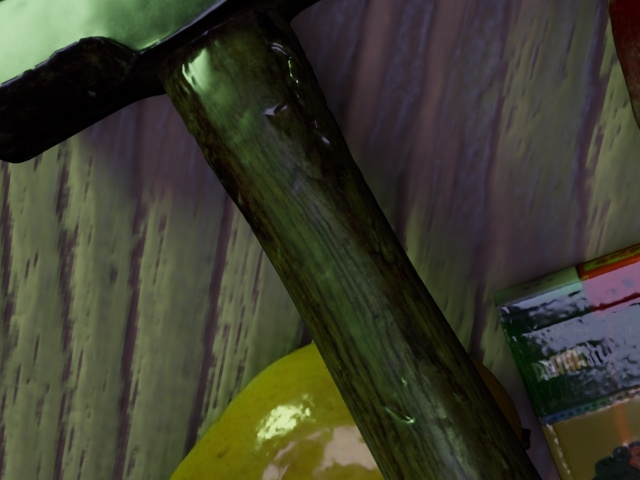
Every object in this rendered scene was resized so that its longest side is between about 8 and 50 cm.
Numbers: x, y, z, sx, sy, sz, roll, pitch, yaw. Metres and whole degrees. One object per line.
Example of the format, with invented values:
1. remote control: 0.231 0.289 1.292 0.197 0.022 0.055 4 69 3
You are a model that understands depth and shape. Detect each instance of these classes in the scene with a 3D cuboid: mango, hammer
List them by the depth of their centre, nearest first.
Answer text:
1. hammer: 0.000 0.000 0.783 0.242 0.095 0.408 -30 81 8
2. mango: -0.004 0.130 0.865 0.227 0.109 0.147 -30 123 11

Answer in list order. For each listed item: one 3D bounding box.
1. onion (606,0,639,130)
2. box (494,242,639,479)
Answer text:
1. onion: 0.257 -0.105 0.742 0.246 0.190 0.246 -3 102 -13
2. box: 0.194 0.116 0.881 0.132 0.034 0.235 -20 102 10
